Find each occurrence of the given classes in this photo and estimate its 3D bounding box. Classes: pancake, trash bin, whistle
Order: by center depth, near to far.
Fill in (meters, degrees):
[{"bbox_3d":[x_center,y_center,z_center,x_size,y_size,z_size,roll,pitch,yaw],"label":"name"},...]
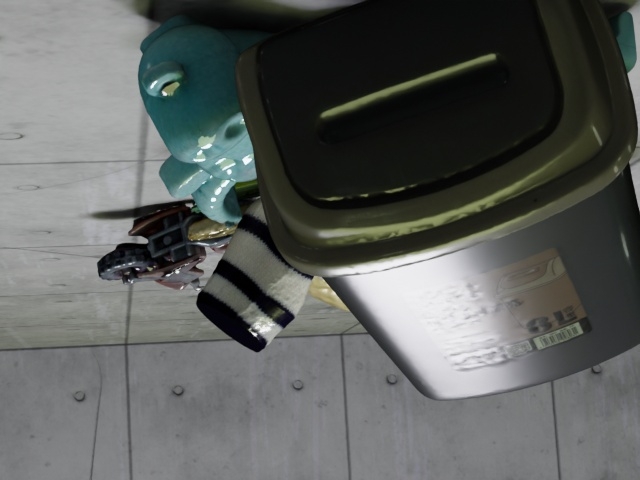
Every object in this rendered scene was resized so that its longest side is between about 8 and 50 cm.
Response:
[{"bbox_3d":[0.086,-0.036,0.831,0.209,0.182,0.290,-19,143,12],"label":"trash bin"},{"bbox_3d":[-0.037,-0.088,0.948,0.186,0.093,0.274,-36,162,21],"label":"whistle"},{"bbox_3d":[-0.057,-0.031,1.396,0.158,0.028,0.158,-21,178,-1],"label":"pancake"}]

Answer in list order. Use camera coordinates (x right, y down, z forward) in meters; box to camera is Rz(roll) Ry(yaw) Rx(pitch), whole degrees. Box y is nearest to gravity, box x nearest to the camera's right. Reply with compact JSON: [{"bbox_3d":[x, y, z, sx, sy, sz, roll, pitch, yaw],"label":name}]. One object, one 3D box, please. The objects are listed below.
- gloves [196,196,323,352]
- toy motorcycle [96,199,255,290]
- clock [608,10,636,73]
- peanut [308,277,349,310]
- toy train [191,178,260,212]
[{"bbox_3d":[-0.010,-0.004,1.286,0.131,0.218,0.140,26,164,34],"label":"gloves"},{"bbox_3d":[-0.139,0.002,1.552,0.212,0.084,0.118,-22,162,27],"label":"toy motorcycle"},{"bbox_3d":[0.123,-0.123,0.926,0.147,0.045,0.108,2,169,-26],"label":"clock"},{"bbox_3d":[0.065,0.025,1.651,0.130,0.130,0.290,-8,168,29],"label":"peanut"},{"bbox_3d":[-0.086,-0.058,1.280,0.081,0.050,0.122,-15,175,-6],"label":"toy train"}]
